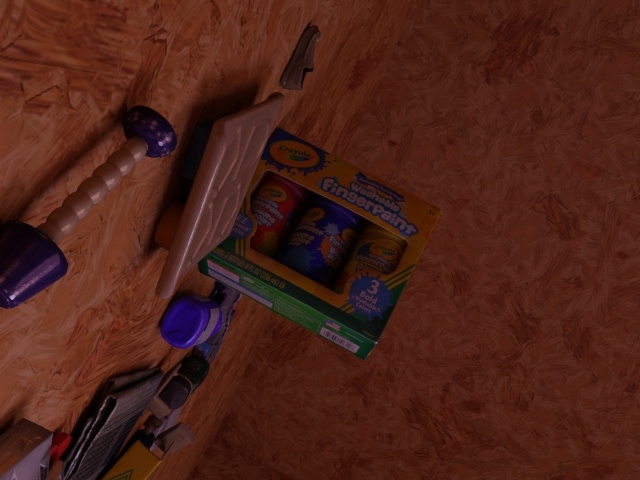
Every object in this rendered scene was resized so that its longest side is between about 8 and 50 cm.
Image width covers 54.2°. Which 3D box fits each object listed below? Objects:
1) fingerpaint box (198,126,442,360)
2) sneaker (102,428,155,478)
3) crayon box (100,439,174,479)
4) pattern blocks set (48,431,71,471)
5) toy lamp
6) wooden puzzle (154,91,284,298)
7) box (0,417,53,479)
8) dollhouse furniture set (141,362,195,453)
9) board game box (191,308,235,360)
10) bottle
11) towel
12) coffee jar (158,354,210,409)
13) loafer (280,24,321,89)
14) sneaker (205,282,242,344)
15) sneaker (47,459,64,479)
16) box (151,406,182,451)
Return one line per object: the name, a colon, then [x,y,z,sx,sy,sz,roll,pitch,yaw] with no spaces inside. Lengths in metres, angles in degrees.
fingerpaint box: [0.000,0.000,1.455,0.371,0.444,0.163,-59,174,-25]
sneaker: [-0.508,0.606,1.658,0.211,0.080,0.081,-54,168,-51]
crayon box: [-0.484,0.593,1.452,0.318,0.081,0.202,-48,176,-38]
pattern blocks set: [-0.528,0.471,0.982,0.286,0.026,0.325,-65,174,13]
toy lamp: [-0.259,-0.043,0.680,0.275,0.080,0.080,-60,175,-35]
wooden puzzle: [-0.191,-0.103,1.116,0.322,0.080,0.348,-64,179,26]
box: [-0.461,0.376,0.826,0.231,0.056,0.183,-46,156,-65]
dollhouse furniture set: [-0.373,0.426,1.580,0.144,0.151,0.123,-35,-167,35]
board game box: [-0.348,0.323,1.956,0.210,0.047,0.160,-65,175,22]
bottle: [-0.295,0.190,1.496,0.118,0.092,0.283,-61,175,-2]
towel: [-0.467,0.421,1.323,0.312,0.056,0.324,-59,177,-2]
coffee jar: [-0.388,0.402,1.782,0.096,0.079,0.184,-60,177,15]
loafer: [-0.032,-0.382,1.325,0.148,0.050,0.056,-63,175,7]
sneaker: [-0.300,0.199,1.755,0.098,0.083,0.224,-4,122,-57]
sneaker: [-0.458,0.418,1.011,0.152,0.061,0.054,-91,-168,-58]
box: [-0.488,0.572,1.925,0.145,0.038,0.186,-64,174,20]
